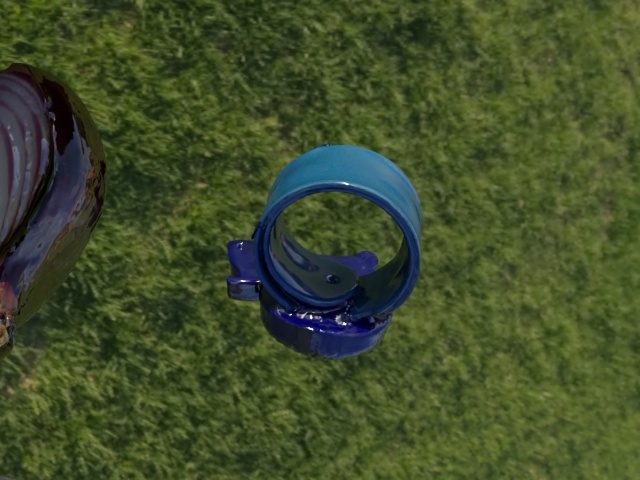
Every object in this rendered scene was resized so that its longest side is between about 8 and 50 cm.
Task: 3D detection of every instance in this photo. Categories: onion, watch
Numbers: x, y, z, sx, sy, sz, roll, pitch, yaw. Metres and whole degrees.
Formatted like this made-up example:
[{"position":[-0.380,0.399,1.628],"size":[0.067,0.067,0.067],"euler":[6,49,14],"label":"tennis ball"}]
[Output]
[{"position":[-0.194,0.003,0.544],"size":[0.206,0.151,0.098],"euler":[-37,161,15],"label":"onion"},{"position":[0.007,0.005,0.933],"size":[0.196,0.171,0.200],"euler":[8,121,-8],"label":"watch"}]

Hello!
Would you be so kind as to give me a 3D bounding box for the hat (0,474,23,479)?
[{"position":[-0.130,0.237,0.284],"size":[0.366,0.257,0.382],"euler":[52,35,-58],"label":"hat"}]
